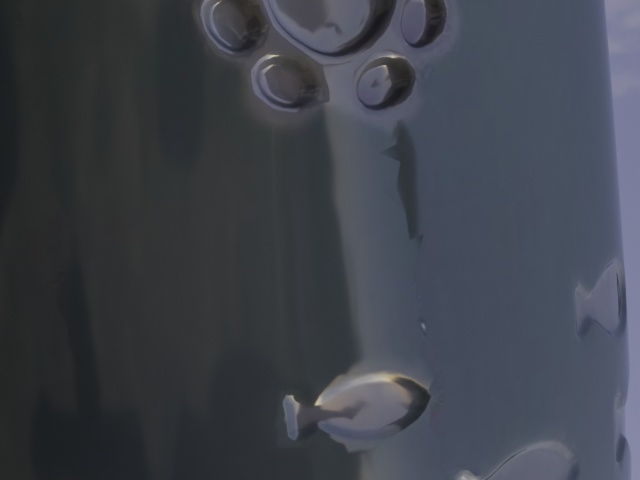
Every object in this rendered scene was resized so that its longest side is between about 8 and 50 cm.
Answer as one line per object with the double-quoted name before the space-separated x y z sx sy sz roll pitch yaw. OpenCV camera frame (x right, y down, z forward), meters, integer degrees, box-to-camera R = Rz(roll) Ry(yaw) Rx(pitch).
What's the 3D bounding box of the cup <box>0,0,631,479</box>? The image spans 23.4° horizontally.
"cup" 0.000 0.000 0.537 0.259 0.356 0.275 -4 -88 41
